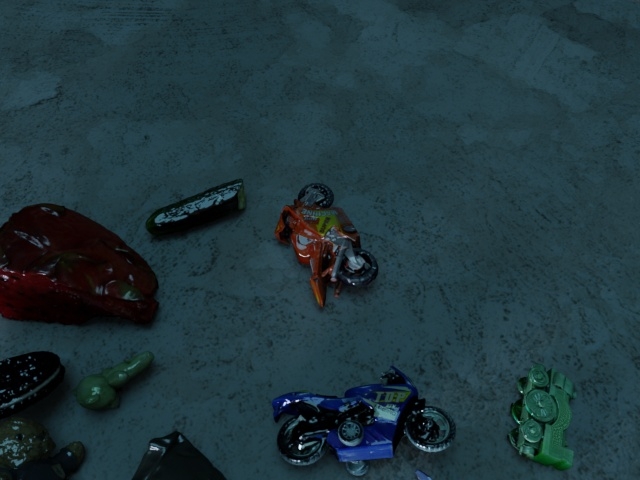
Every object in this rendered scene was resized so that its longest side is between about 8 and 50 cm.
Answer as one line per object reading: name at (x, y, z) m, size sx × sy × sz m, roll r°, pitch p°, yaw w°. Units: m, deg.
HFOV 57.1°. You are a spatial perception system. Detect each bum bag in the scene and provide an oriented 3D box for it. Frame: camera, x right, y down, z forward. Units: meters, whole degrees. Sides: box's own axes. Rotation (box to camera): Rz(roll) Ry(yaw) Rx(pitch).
bum bag at (-0.186, 0.443, 0.939) m, size 0.326 × 0.079 × 0.142 m, roll 33°, pitch 51°, yaw 27°

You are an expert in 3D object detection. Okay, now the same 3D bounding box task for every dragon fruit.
dragon fruit at (-0.475, 0.020, 1.172) m, size 0.329 × 0.228 × 0.286 m, roll 9°, pitch 51°, yaw 10°

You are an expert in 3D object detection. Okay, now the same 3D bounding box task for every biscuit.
biscuit at (-0.554, 0.257, 1.043) m, size 0.195 × 0.053 × 0.194 m, roll -13°, pitch 16°, yaw 4°

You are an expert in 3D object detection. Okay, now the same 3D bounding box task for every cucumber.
cucumber at (-0.279, -0.068, 1.338) m, size 0.242 × 0.074 × 0.074 m, roll -22°, pitch 55°, yaw -13°

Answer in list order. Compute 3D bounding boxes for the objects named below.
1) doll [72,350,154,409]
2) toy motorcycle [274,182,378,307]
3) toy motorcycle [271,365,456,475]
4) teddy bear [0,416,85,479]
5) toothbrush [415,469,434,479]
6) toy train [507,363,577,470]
doll at (-0.372, 0.258, 1.082) m, size 0.150 × 0.077 × 0.115 m, roll -35°, pitch 15°, yaw -30°
toy motorcycle at (0.002, -0.002, 1.273) m, size 0.171 × 0.089 × 0.298 m, roll -21°, pitch 56°, yaw -14°
toy motorcycle at (0.070, 0.304, 1.028) m, size 0.316 × 0.113 × 0.168 m, roll -7°, pitch 41°, yaw 5°
teddy bear at (-0.447, 0.394, 0.937) m, size 0.251 × 0.182 × 0.129 m, roll 39°, pitch 89°, yaw 22°
toothbrush at (0.304, 0.510, 0.908) m, size 0.042 × 0.035 × 0.413 m, roll -37°, pitch 61°, yaw -22°
toy train at (0.399, 0.307, 1.046) m, size 0.105 × 0.071 × 0.178 m, roll 20°, pitch 56°, yaw 5°
